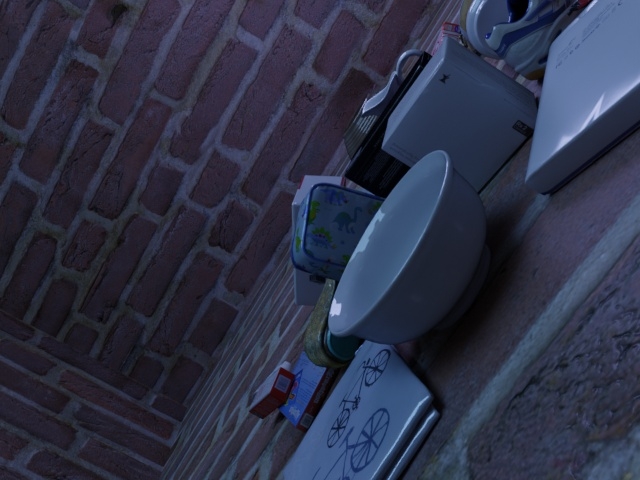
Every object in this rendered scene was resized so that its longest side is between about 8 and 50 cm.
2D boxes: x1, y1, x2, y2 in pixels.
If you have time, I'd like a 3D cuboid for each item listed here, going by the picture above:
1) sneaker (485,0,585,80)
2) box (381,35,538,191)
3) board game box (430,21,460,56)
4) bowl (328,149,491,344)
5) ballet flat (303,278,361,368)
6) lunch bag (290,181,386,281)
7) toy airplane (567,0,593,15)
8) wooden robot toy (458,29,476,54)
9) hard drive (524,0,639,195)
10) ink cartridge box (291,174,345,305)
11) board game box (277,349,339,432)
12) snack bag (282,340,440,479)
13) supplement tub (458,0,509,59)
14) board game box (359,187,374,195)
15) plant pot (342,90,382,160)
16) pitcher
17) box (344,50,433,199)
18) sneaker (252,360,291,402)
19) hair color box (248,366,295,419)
[{"bbox_3d":[0.384,-0.418,1.014,0.297,0.131,0.112,-60,6,-11],"label":"sneaker"},{"bbox_3d":[0.225,-0.195,0.997,0.182,0.181,0.119,-54,9,36],"label":"box"},{"bbox_3d":[0.313,-0.452,1.613,0.193,0.045,0.147,106,175,-70],"label":"board game box"},{"bbox_3d":[0.142,0.034,0.858,0.298,0.134,0.298,-57,8,13],"label":"bowl"},{"bbox_3d":[0.053,0.094,1.219,0.123,0.123,0.349,-46,19,58],"label":"ballet flat"},{"bbox_3d":[0.062,-0.009,1.146,0.090,0.218,0.176,132,149,-61],"label":"lunch bag"},{"bbox_3d":[0.420,-0.385,0.888,0.151,0.028,0.151,-36,-12,-9],"label":"toy airplane"},{"bbox_3d":[0.401,-0.508,1.549,0.079,0.076,0.173,-20,20,14],"label":"wooden robot toy"},{"bbox_3d":[0.361,-0.227,0.780,0.210,0.040,0.319,-49,13,51],"label":"hard drive"},{"bbox_3d":[0.000,0.000,1.509,0.197,0.114,0.273,-76,-12,-63],"label":"ink cartridge box"},{"bbox_3d":[-0.034,0.314,1.308,0.145,0.027,0.281,-60,8,-11],"label":"board game box"},{"bbox_3d":[0.037,0.302,0.889,0.323,0.037,0.342,-59,9,3],"label":"snack bag"},{"bbox_3d":[0.354,-0.436,1.203,0.144,0.144,0.200,-56,9,24],"label":"supplement tub"},{"bbox_3d":[0.189,-0.170,1.438,0.304,0.097,0.224,-62,9,-7],"label":"board game box"},{"bbox_3d":[0.127,-0.270,1.451,0.237,0.109,0.237,-57,8,12],"label":"plant pot"},{"bbox_3d":[0.213,-0.269,1.241,0.178,0.207,0.125,-53,10,35],"label":"pitcher"},{"bbox_3d":[0.194,-0.189,1.159,0.261,0.184,0.103,-54,7,34],"label":"box"},{"bbox_3d":[-0.119,0.371,1.569,0.152,0.053,0.061,-50,2,22],"label":"sneaker"},{"bbox_3d":[-0.112,0.351,1.402,0.141,0.043,0.072,-49,13,50],"label":"hair color box"}]
